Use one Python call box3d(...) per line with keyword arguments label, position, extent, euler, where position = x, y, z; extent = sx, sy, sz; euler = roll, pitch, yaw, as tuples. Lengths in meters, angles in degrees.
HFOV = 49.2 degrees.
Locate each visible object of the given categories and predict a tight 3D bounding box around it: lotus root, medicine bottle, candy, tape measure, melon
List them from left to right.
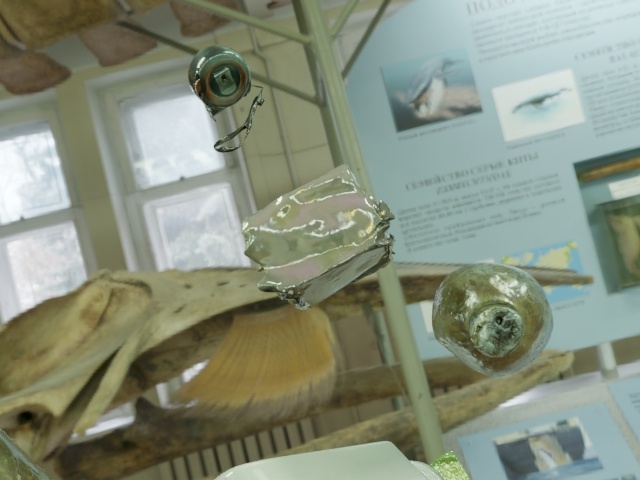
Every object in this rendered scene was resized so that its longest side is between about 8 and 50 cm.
box3d(label="tape measure", position=(-0.143, -0.225, 1.083), extent=(0.104, 0.180, 0.107), euler=(-26, -47, 3))
box3d(label="candy", position=(0.000, 0.000, 0.968), extent=(0.195, 0.137, 0.185), euler=(-28, -13, 0))
box3d(label="medicine bottle", position=(0.013, 0.297, 0.711), extent=(0.324, 0.179, 0.124), euler=(12, 21, -48))
box3d(label="melon", position=(0.222, 0.505, 1.316), extent=(0.209, 0.118, 0.064), euler=(-59, -8, -25))
box3d(label="lotus root", position=(0.246, 0.108, 1.003), extent=(0.175, 0.175, 0.349), euler=(-15, -14, 9))

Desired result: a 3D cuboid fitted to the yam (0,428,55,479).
box3d(label="yam", position=(-0.287, 0.232, 0.623), extent=(0.093, 0.259, 0.093), euler=(-29, 21, 13))
